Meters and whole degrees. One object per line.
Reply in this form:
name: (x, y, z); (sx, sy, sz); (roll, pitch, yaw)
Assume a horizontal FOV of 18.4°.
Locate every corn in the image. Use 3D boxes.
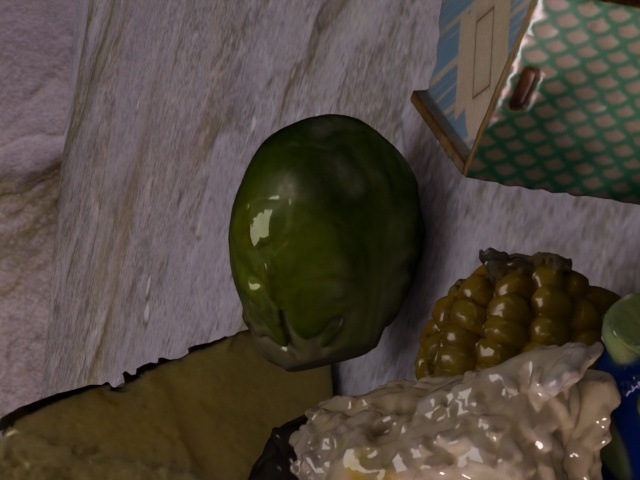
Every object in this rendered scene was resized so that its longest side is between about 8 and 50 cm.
corn: (0.074, 0.159, 0.857); (0.102, 0.102, 0.313); (-167, 85, -75)

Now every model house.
model house: (0.108, -0.112, 0.732); (0.271, 0.178, 0.206); (151, 124, -68)

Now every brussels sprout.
brussels sprout: (0.004, -0.001, 1.175); (0.155, 0.117, 0.155); (171, 90, -90)

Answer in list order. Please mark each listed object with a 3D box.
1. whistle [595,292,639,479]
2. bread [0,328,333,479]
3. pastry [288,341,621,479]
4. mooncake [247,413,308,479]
whistle: (0.134, 0.067, 0.702); (0.105, 0.085, 0.227); (-110, 30, -43)
bread: (-0.128, 0.177, 1.344); (0.198, 0.236, 0.263); (-99, 22, -46)
pastry: (0.071, 0.160, 0.689); (0.121, 0.089, 0.258); (1, 111, 52)
mooncake: (0.010, 0.196, 1.037); (0.228, 0.124, 0.228); (-172, 90, -77)
